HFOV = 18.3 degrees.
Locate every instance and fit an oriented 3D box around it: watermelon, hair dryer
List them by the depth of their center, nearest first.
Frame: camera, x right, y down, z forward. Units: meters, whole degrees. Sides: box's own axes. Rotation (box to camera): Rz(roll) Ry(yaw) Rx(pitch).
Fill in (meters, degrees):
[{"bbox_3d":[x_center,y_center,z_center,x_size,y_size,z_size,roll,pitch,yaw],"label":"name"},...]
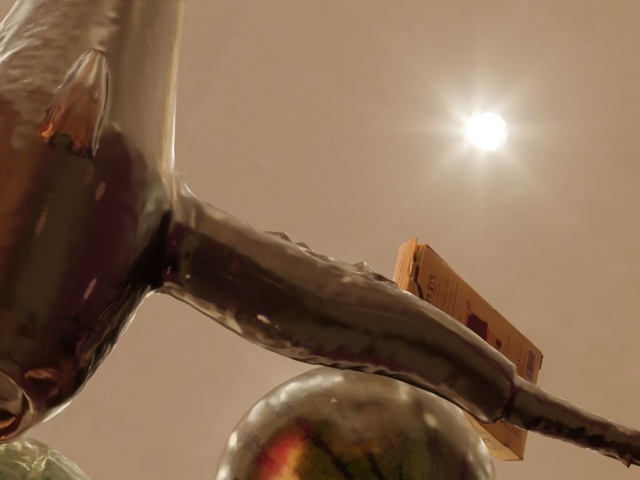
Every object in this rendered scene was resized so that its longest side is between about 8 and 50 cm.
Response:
[{"bbox_3d":[0.000,0.000,0.846,0.359,0.120,0.304,25,-135,-9],"label":"hair dryer"},{"bbox_3d":[0.013,0.127,0.984,0.140,0.187,0.141,-2,-82,-17],"label":"watermelon"}]

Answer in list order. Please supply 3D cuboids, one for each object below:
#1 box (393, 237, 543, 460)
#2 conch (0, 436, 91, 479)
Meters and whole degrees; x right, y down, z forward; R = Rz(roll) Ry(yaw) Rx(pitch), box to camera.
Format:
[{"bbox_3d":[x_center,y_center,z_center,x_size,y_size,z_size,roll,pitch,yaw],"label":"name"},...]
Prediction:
[{"bbox_3d":[0.080,0.065,1.128,0.149,0.020,0.073,43,-128,-44],"label":"box"},{"bbox_3d":[-0.176,0.176,1.014,0.175,0.122,0.188,12,-56,6],"label":"conch"}]
